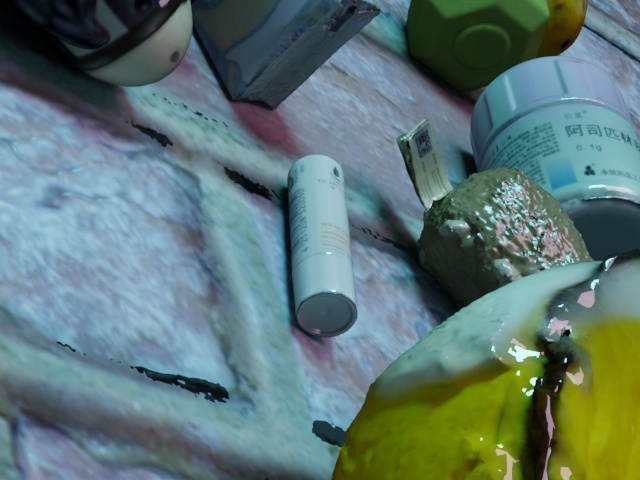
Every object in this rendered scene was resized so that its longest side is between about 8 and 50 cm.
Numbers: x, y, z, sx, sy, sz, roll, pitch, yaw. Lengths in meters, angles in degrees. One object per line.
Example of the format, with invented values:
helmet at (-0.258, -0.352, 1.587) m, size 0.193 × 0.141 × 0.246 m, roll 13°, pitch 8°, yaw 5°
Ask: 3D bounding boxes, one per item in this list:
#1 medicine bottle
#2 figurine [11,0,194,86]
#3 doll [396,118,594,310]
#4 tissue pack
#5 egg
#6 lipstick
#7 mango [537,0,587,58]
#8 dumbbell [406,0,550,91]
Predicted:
medicine bottle at (0.188, -0.044, 1.470) m, size 0.135 × 0.135 × 0.168 m, roll 31°, pitch 31°, yaw -34°
figurine at (-0.179, -0.274, 1.135) m, size 0.411 × 0.241 × 0.306 m, roll 54°, pitch 45°, yaw -35°
doll at (0.126, 0.013, 1.337) m, size 0.115 × 0.105 × 0.221 m, roll -33°, pitch 73°, yaw -22°
tissue pack at (-0.040, -0.185, 1.311) m, size 0.065 × 0.115 × 0.155 m, roll 5°, pitch 52°, yaw -52°
egg at (0.118, 0.181, 1.000) m, size 0.337 × 0.201 × 0.337 m, roll 17°, pitch 68°, yaw -50°
lipstick at (0.000, 0.000, 1.223) m, size 0.040 × 0.040 × 0.141 m, roll 35°, pitch 30°, yaw -29°
mango at (0.203, -0.229, 1.760) m, size 0.178 × 0.090 × 0.115 m, roll -89°, pitch 166°, yaw -51°
dumbbell at (0.123, -0.255, 1.661) m, size 0.302 × 0.121 × 0.108 m, roll -94°, pitch 165°, yaw -48°
